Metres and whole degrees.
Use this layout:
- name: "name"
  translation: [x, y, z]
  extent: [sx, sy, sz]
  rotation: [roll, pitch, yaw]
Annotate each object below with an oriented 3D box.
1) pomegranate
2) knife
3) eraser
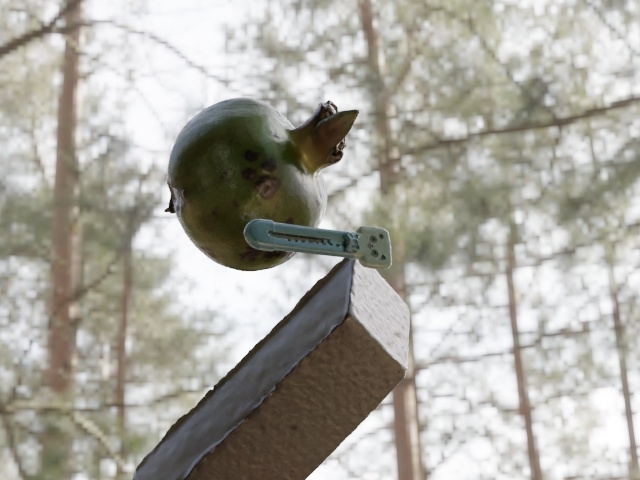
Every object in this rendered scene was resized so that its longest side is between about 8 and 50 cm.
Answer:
- name: "pomegranate"
  translation: [-0.034, -0.048, 1.041]
  extent: [0.161, 0.122, 0.122]
  rotation: [-31, -35, 19]
- name: "knife"
  translation: [0.000, 0.000, 0.883]
  extent: [0.096, 0.027, 0.010]
  rotation: [6, -24, -27]
- name: "eraser"
  translation: [-0.048, 0.173, 1.469]
  extent: [0.352, 0.077, 0.111]
  rotation: [-45, -54, -3]
